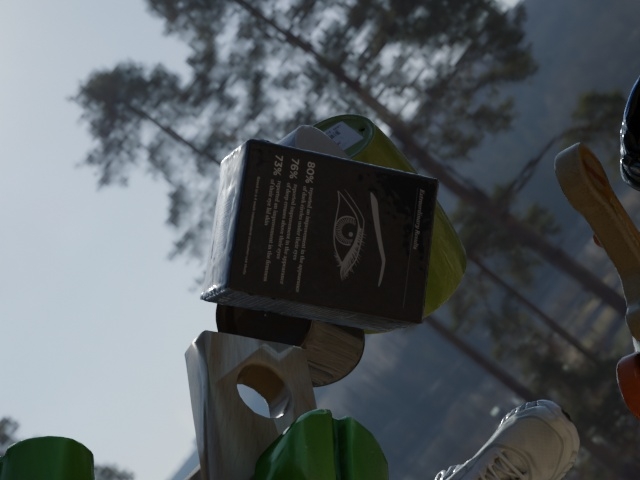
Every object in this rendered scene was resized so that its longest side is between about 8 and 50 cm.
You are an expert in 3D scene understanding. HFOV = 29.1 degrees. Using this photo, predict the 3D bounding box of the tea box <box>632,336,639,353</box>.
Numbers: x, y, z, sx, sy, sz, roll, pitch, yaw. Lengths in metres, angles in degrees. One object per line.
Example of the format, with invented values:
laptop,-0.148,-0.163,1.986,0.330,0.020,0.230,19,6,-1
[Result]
tea box,0.652,0.259,1.743,0.329,0.220,0.323,-14,28,1

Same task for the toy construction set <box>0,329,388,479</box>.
toy construction set,-0.108,0.137,0.364,0.237,0.257,0.309,-38,21,37

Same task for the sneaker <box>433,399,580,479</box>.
sneaker,0.225,0.315,1.606,0.118,0.110,0.292,-28,-18,-50

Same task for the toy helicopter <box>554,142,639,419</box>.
toy helicopter,0.390,0.026,1.488,0.140,0.355,0.235,-25,19,32

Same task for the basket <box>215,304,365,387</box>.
basket,-0.051,0.112,1.654,0.227,0.204,0.154,47,-118,-78

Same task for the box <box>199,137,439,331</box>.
box,0.000,0.000,1.231,0.108,0.207,0.153,155,125,-69

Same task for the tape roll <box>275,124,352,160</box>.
tape roll,0.007,-0.046,1.670,0.072,0.219,0.219,-33,2,20

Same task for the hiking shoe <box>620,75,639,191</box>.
hiking shoe,0.454,-0.206,1.511,0.304,0.113,0.132,-69,-24,-8

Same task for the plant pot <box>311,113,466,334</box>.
plant pot,0.064,-0.047,1.982,0.275,0.275,0.293,-49,-47,-29
